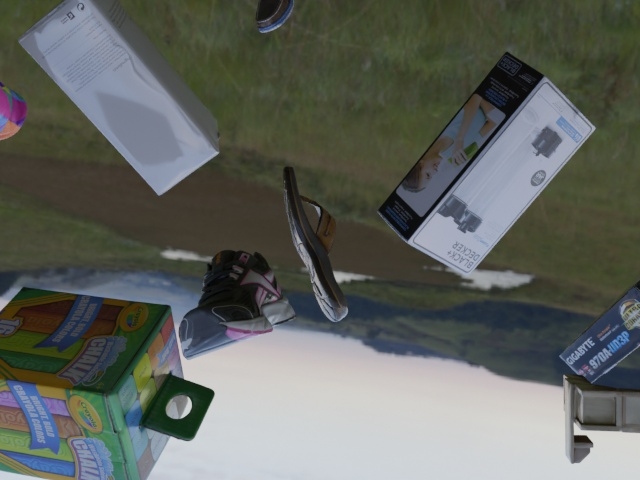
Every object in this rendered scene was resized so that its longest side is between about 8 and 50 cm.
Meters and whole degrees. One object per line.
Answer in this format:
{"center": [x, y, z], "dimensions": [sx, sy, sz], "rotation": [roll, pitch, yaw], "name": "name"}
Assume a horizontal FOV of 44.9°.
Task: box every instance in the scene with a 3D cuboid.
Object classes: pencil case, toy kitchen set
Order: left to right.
{"center": [-0.547, -0.240, 1.181], "dimensions": [0.104, 0.104, 0.236], "rotation": [6, 163, 10], "name": "pencil case"}
{"center": [0.249, 0.155, 0.658], "dimensions": [0.075, 0.068, 0.083], "rotation": [1, 180, 8], "name": "toy kitchen set"}

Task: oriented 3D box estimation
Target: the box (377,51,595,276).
{"center": [0.239, -0.101, 1.117], "dimensions": [0.169, 0.290, 0.087], "rotation": [28, -163, -44], "name": "box"}

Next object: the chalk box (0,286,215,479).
{"center": [-0.287, 0.193, 1.003], "dimensions": [0.289, 0.179, 0.180], "rotation": [4, -147, 13], "name": "chalk box"}

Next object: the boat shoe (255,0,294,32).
{"center": [-0.082, -0.442, 1.351], "dimensions": [0.066, 0.183, 0.066], "rotation": [-5, 144, 28], "name": "boat shoe"}

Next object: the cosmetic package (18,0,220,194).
{"center": [-0.356, -0.289, 1.439], "dimensions": [0.365, 0.155, 0.197], "rotation": [52, -171, -25], "name": "cosmetic package"}

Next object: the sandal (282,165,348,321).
{"center": [0.000, 0.000, 1.041], "dimensions": [0.060, 0.219, 0.090], "rotation": [-20, 161, -10], "name": "sandal"}

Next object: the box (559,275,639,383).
{"center": [0.384, 0.052, 0.866], "dimensions": [0.051, 0.220, 0.175], "rotation": [47, 152, 17], "name": "box"}

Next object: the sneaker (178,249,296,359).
{"center": [-0.077, 0.047, 0.643], "dimensions": [0.072, 0.077, 0.178], "rotation": [-21, 178, 8], "name": "sneaker"}
